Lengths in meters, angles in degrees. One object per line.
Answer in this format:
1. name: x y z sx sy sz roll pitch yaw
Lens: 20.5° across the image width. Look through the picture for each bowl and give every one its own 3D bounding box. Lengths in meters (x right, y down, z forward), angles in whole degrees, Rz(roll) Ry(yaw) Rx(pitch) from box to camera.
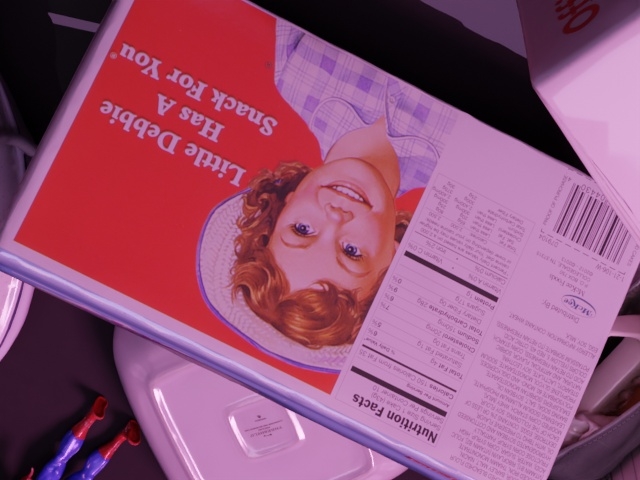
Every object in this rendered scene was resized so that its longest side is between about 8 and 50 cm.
1. bowl: -0.028 0.082 0.896 0.142 0.053 0.142 -19 111 12

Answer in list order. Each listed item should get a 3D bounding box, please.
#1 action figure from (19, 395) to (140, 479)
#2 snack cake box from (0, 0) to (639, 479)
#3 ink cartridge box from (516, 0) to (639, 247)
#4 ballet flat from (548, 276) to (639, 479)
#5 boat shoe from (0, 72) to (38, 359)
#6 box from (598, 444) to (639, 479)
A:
1. action figure: -0.143 0.133 0.938 0.038 0.030 0.115 36 112 -18
2. snack cake box: 0.000 0.000 0.804 0.264 0.089 0.152 27 81 -9
3. ink cartridge box: 0.222 -0.126 0.709 0.283 0.207 0.117 -35 107 16
4. ballet flat: 0.168 0.040 0.852 0.068 0.072 0.213 23 118 -41
5. boat shoe: -0.203 -0.079 0.777 0.136 0.156 0.367 0 113 3
6. box: 0.228 0.133 0.853 0.127 0.148 0.232 39 110 -14
